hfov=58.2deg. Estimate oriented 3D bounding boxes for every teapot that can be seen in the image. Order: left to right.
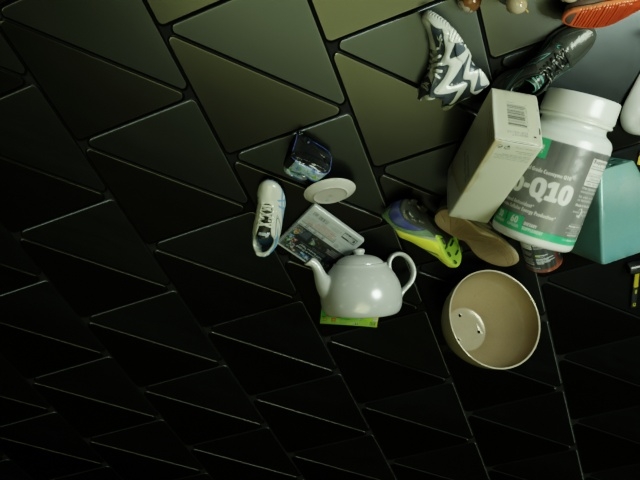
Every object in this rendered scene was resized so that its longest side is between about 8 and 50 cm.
[{"bbox_3d":[0.120,0.116,1.650,0.252,0.256,0.187,-1,91,26],"label":"teapot"}]

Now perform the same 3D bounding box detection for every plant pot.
[{"bbox_3d":[0.474,0.250,1.711,0.284,0.284,0.191,15,158,-9],"label":"plant pot"},{"bbox_3d":[0.738,-0.090,1.496,0.165,0.166,0.234,-16,108,-12],"label":"plant pot"}]

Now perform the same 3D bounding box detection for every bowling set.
[{"bbox_3d":[0.394,-0.545,1.215,0.287,0.154,0.200,32,119,-18],"label":"bowling set"}]

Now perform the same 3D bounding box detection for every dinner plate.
[{"bbox_3d":[0.026,-0.127,1.543,0.141,0.017,0.141,-7,159,-3],"label":"dinner plate"}]

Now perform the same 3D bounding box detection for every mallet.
[{"bbox_3d":[0.963,0.131,1.737,0.062,0.039,0.189,-19,127,11],"label":"mallet"}]

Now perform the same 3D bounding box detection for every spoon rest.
[{"bbox_3d":[0.810,-0.370,1.383,0.137,0.084,0.276,-6,137,7],"label":"spoon rest"}]

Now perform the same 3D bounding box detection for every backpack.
[{"bbox_3d":[-0.034,-0.206,1.487,0.114,0.105,0.084,25,143,-18],"label":"backpack"}]

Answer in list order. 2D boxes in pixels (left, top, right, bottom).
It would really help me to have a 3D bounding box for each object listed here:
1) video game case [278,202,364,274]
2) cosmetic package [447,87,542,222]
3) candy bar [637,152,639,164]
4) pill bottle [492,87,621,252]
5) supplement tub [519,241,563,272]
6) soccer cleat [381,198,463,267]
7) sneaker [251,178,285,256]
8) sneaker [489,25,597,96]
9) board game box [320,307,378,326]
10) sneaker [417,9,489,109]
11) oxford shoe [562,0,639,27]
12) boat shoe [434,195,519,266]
[{"bbox_3d":[0.000,0.000,1.673,0.190,0.022,0.173,35,118,-21],"label":"video game case"},{"bbox_3d":[0.407,-0.194,1.382,0.113,0.160,0.309,10,148,-4],"label":"cosmetic package"},{"bbox_3d":[0.917,-0.219,1.507,0.161,0.018,0.040,-3,128,3],"label":"candy bar"},{"bbox_3d":[0.571,-0.170,1.394,0.204,0.204,0.361,13,104,-8],"label":"pill bottle"},{"bbox_3d":[0.607,-0.012,1.601,0.106,0.106,0.198,-18,122,13],"label":"supplement tub"},{"bbox_3d":[0.293,-0.018,1.631,0.289,0.093,0.121,38,147,-27],"label":"soccer cleat"},{"bbox_3d":[-0.146,-0.058,1.598,0.085,0.086,0.237,7,123,-2],"label":"sneaker"},{"bbox_3d":[0.529,-0.396,1.344,0.267,0.106,0.101,-38,113,22],"label":"sneaker"},{"bbox_3d":[0.092,0.220,1.806,0.181,0.043,0.092,4,124,-2],"label":"board game box"},{"bbox_3d":[0.272,-0.405,1.347,0.153,0.094,0.235,-39,126,14],"label":"sneaker"},{"bbox_3d":[0.655,-0.540,1.254,0.271,0.097,0.098,-13,81,0],"label":"oxford shoe"},{"bbox_3d":[0.442,-0.029,1.600,0.285,0.092,0.103,31,142,-14],"label":"boat shoe"}]
